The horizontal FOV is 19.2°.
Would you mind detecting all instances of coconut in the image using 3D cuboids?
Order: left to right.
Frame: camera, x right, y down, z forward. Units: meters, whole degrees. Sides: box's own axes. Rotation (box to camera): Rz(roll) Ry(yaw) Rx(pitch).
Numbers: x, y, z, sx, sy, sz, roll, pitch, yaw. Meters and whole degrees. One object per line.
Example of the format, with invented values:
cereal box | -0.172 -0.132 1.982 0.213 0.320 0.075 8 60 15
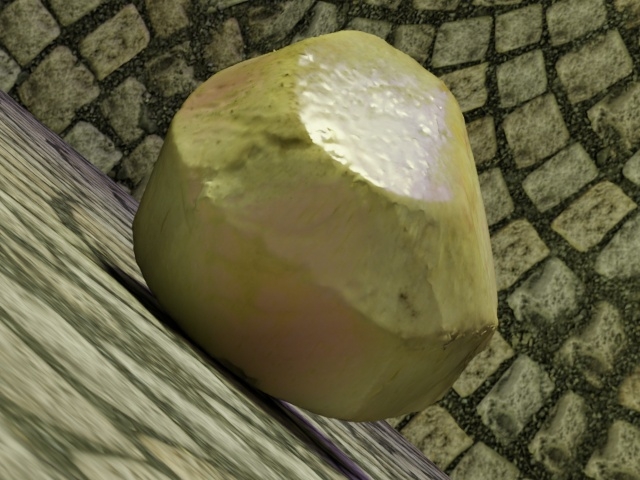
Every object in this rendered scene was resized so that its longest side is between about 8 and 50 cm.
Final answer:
coconut | 0.000 0.000 1.243 0.259 0.259 0.259 40 -2 1
